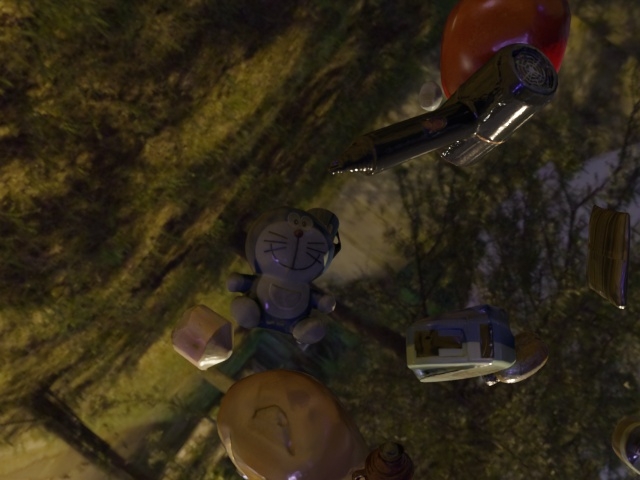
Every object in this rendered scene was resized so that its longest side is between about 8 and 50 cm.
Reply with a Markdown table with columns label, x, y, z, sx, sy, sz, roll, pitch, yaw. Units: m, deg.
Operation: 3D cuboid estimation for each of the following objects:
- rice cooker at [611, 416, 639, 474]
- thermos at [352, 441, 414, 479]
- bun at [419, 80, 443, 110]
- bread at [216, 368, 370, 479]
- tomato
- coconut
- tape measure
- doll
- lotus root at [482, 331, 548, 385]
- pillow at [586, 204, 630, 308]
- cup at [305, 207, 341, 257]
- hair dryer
| label | x | y | z | sx | sy | sz | roll | pitch | yaw |
| --- | --- | --- | --- | --- | --- | --- | --- | --- | --- |
| rice cooker | 0.844 | 0.534 | 1.573 | 0.145 | 0.206 | 0.127 | -60 | -172 | -1 |
| thermos | 0.120 | 0.453 | 1.145 | 0.099 | 0.124 | 0.232 | -106 | -170 | -53 |
| bun | 0.317 | -0.412 | 1.768 | 0.045 | 0.083 | 0.083 | -8 | 145 | -39 |
| bread | -0.044 | 0.474 | 1.413 | 0.253 | 0.348 | 0.376 | -47 | 134 | -24 |
| tomato | 0.424 | -0.442 | 1.443 | 0.325 | 0.293 | 0.289 | 42 | 48 | -81 |
| coconut | -0.291 | 0.252 | 1.588 | 0.147 | 0.153 | 0.147 | -48 | 160 | -24 |
| tape measure | 0.341 | 0.262 | 1.520 | 0.262 | 0.138 | 0.259 | -16 | 157 | 25 |
| doll | -0.070 | 0.062 | 1.255 | 0.154 | 0.228 | 0.258 | -169 | -86 | -78 |
| lotus root | 0.514 | 0.320 | 1.648 | 0.192 | 0.088 | 0.113 | -33 | -148 | 1 |
| pillow | 0.652 | 0.030 | 1.410 | 0.212 | 0.052 | 0.208 | -56 | 144 | -80 |
| cup | 0.000 | 0.000 | 2.111 | 0.131 | 0.176 | 0.155 | -24 | -145 | 38 |
| hair dryer | 0.156 | -0.153 | 0.838 | 0.352 | 0.107 | 0.189 | -25 | 170 | -33 |
